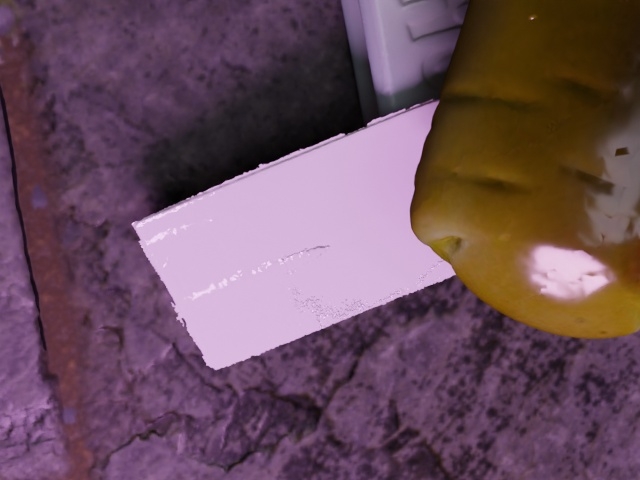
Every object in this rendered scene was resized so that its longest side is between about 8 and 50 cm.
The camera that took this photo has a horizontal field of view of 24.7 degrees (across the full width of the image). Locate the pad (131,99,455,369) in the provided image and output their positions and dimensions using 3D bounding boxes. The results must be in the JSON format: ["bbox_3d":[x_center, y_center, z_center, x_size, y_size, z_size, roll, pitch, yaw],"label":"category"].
[{"bbox_3d":[0.000,0.000,1.026,0.232,0.004,0.156,-22,129,1],"label":"pad"}]

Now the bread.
[{"bbox_3d":[0.213,-0.116,0.945,0.251,0.208,0.376,20,87,-39],"label":"bread"}]

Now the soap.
[{"bbox_3d":[0.077,-0.167,1.009,0.119,0.066,0.198,-15,110,-11],"label":"soap"}]
